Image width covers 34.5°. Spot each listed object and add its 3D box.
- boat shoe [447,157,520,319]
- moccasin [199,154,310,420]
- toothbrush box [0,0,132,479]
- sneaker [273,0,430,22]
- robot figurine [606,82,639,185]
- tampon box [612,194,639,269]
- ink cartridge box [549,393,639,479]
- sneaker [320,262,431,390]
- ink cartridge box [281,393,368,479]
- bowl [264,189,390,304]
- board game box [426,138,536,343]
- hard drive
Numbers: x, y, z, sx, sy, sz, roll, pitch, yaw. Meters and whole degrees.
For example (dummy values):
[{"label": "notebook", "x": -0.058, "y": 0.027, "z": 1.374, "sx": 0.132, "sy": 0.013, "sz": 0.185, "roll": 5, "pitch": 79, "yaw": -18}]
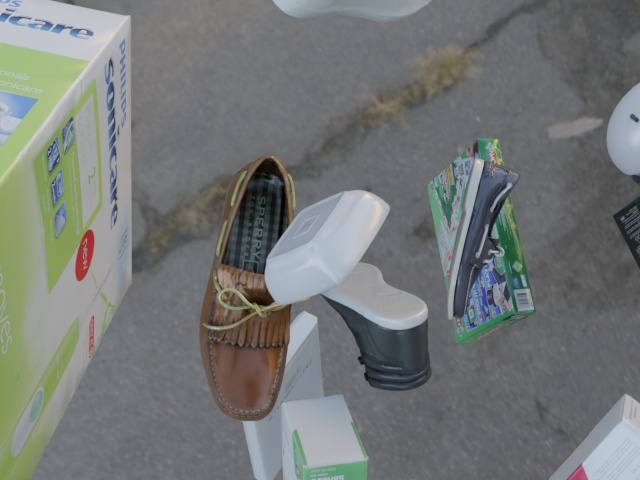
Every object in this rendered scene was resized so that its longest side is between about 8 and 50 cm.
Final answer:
[{"label": "boat shoe", "x": 0.200, "y": 0.004, "z": 1.281, "sx": 0.065, "sy": 0.075, "sz": 0.206, "roll": 11, "pitch": 99, "yaw": 3}, {"label": "moccasin", "x": -0.090, "y": 0.065, "z": 1.471, "sx": 0.139, "sy": 0.147, "sz": 0.379, "roll": 13, "pitch": 73, "yaw": -8}, {"label": "toothbrush box", "x": -0.198, "y": 0.023, "z": 0.534, "sx": 0.122, "sy": 0.206, "sz": 0.283, "roll": 11, "pitch": 38, "yaw": 4}, {"label": "sneaker", "x": 0.076, "y": -0.306, "z": 1.125, "sx": 0.123, "sy": 0.290, "sz": 0.105, "roll": -28, "pitch": 88, "yaw": 42}, {"label": "robot figurine", "x": 0.560, "y": -0.131, "z": 1.521, "sx": 0.278, "sy": 0.209, "sz": 0.173, "roll": 31, "pitch": 70, "yaw": -8}, {"label": "tampon box", "x": 0.643, "y": -0.010, "z": 1.897, "sx": 0.121, "sy": 0.101, "sz": 0.161, "roll": -19, "pitch": 76, "yaw": -19}, {"label": "ink cartridge box", "x": 0.276, "y": 0.219, "z": 0.843, "sx": 0.150, "sy": 0.063, "sz": 0.109, "roll": 38, "pitch": 112, "yaw": 7}, {"label": "sneaker", "x": 0.069, "y": 0.129, "z": 1.529, "sx": 0.105, "sy": 0.146, "sz": 0.296, "roll": -15, "pitch": 21, "yaw": -21}, {"label": "ink cartridge box", "x": 0.005, "y": 0.344, "z": 1.414, "sx": 0.093, "sy": 0.212, "sz": 0.154, "roll": -7, "pitch": 27, "yaw": -10}, {"label": "bowl", "x": 0.000, "y": 0.000, "z": 1.176, "sx": 0.142, "sy": 0.053, "sz": 0.142, "roll": -21, "pitch": 27, "yaw": 50}, {"label": "board game box", "x": 0.279, "y": 0.006, "z": 1.839, "sx": 0.046, "sy": 0.213, "sz": 0.317, "roll": -3, "pitch": 72, "yaw": -21}, {"label": "hard drive", "x": -0.064, "y": 0.287, "z": 1.844, "sx": 0.040, "sy": 0.307, "sz": 0.203, "roll": 26, "pitch": 59, "yaw": 20}]
